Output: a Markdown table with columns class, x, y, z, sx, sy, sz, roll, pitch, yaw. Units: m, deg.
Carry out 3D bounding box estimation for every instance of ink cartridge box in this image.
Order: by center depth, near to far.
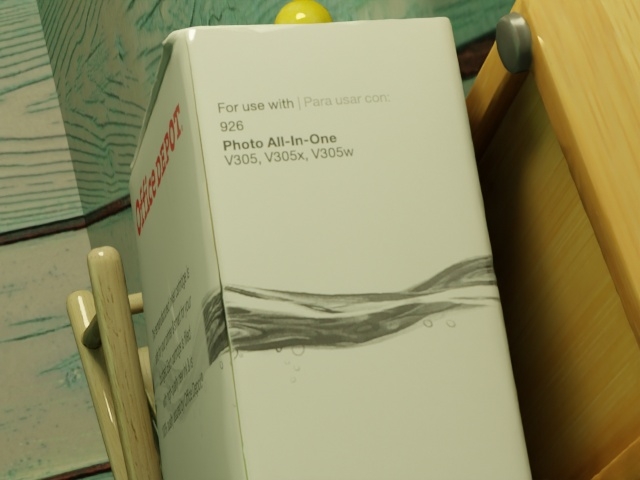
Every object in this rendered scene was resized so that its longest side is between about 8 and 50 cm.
| class | x | y | z | sx | sy | sz | roll | pitch | yaw |
| --- | --- | --- | --- | --- | --- | --- | --- | --- | --- |
| ink cartridge box | -0.001 | 0.072 | 0.763 | 0.211 | 0.121 | 0.289 | 128 | 135 | -71 |

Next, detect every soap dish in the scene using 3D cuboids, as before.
| class | x | y | z | sx | sy | sz | roll | pitch | yaw |
| --- | --- | --- | --- | --- | --- | --- | --- | --- | --- |
| soap dish | 0.131 | 0.023 | 0.751 | 0.291 | 0.118 | 0.229 | 113 | 142 | -64 |

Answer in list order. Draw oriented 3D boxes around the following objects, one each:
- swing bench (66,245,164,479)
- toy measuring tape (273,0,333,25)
| class | x | y | z | sx | sy | sz | roll | pitch | yaw |
| --- | --- | --- | --- | --- | --- | --- | --- | --- | --- |
| swing bench | 0.007 | 0.114 | 1.025 | 0.165 | 0.253 | 0.255 | 136 | 121 | -73 |
| toy measuring tape | 0.000 | 0.000 | 1.213 | 0.121 | 0.121 | 0.330 | -140 | 41 | -67 |
